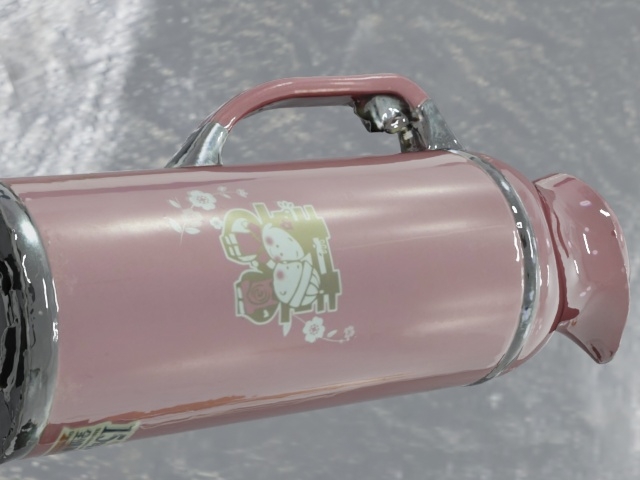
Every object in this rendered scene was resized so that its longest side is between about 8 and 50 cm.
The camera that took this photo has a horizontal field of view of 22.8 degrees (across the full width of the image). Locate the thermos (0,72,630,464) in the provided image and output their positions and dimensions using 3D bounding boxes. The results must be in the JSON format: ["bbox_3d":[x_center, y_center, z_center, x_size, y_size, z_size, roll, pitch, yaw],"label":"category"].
[{"bbox_3d":[-0.002,0.008,0.688,0.330,0.109,0.136,-5,47,-34],"label":"thermos"}]
